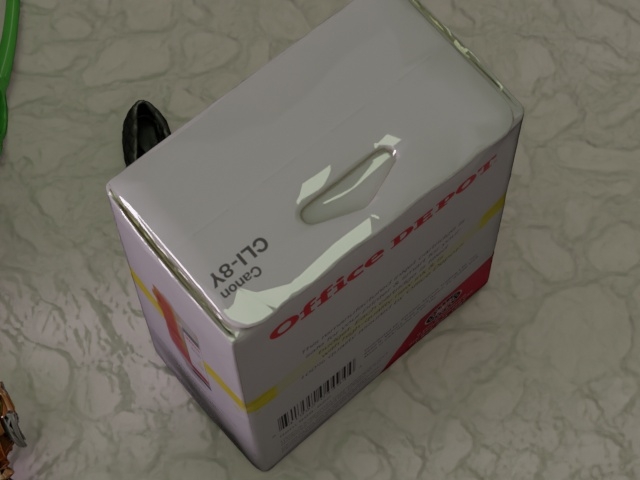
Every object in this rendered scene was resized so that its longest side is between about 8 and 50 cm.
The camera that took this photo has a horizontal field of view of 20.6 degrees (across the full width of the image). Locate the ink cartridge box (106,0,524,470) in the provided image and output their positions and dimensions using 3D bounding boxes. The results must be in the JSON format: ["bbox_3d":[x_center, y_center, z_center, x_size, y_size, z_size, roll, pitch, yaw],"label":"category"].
[{"bbox_3d":[0.000,0.000,1.414,0.279,0.385,0.160,-38,74,-13],"label":"ink cartridge box"}]

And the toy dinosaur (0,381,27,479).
[{"bbox_3d":[-0.323,0.275,1.431,0.218,0.164,0.322,5,71,-13],"label":"toy dinosaur"}]

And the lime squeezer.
[{"bbox_3d":[-0.337,-0.105,1.643,0.110,0.059,0.310,21,70,40],"label":"lime squeezer"}]

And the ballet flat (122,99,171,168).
[{"bbox_3d":[-0.150,-0.047,1.612,0.057,0.049,0.173,-17,70,-5],"label":"ballet flat"}]
